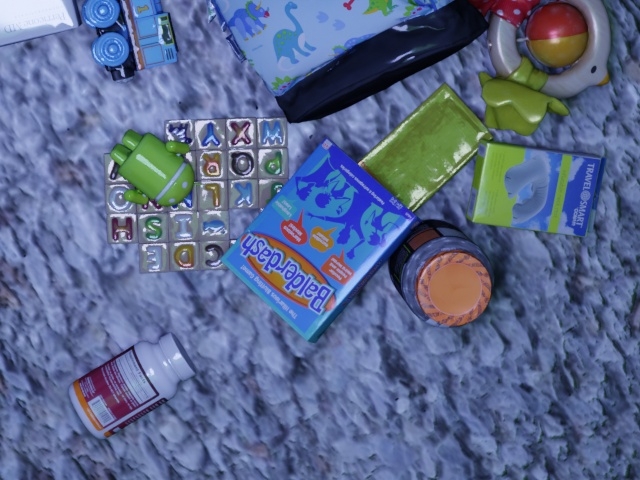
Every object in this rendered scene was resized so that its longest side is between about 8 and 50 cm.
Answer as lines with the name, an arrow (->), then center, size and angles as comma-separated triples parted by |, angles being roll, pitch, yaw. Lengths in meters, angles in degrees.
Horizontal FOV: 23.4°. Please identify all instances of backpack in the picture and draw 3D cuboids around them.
backpack -> -0.016, -0.343, 1.848 | 0.290, 0.273, 0.356 | -23, 88, 29

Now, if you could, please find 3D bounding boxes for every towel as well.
towel -> 0.108, -0.089, 2.010 | 0.237, 0.021, 0.102 | -43, 102, 3

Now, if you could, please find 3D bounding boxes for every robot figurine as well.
robot figurine -> -0.208, -0.090, 1.947 | 0.115, 0.067, 0.101 | 39, 104, -11

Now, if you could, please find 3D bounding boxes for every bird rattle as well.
bird rattle -> 0.267, -0.264, 1.968 | 0.206, 0.143, 0.254 | -10, 88, -15

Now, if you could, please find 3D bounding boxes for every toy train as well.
toy train -> -0.242, -0.290, 1.916 | 0.105, 0.080, 0.184 | -15, 99, -12

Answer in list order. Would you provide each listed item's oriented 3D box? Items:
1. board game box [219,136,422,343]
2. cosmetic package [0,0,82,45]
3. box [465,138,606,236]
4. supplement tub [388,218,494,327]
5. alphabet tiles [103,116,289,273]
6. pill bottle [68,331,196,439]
board game box -> 0.000, 0.000, 1.963 | 0.160, 0.047, 0.210 | 41, 94, 15
cosmetic package -> -0.422, -0.339, 1.856 | 0.224, 0.138, 0.225 | -14, 102, -4
box -> 0.286, -0.066, 2.011 | 0.178, 0.042, 0.109 | 7, 102, -12
supplement tub -> 0.153, 0.043, 1.951 | 0.117, 0.190, 0.117 | -1, 101, -5
alphabet tiles -> -0.158, -0.058, 1.997 | 0.237, 0.009, 0.198 | -2, 100, -5
pill bottle -> -0.240, 0.184, 1.992 | 0.152, 0.086, 0.086 | -31, 101, 0
